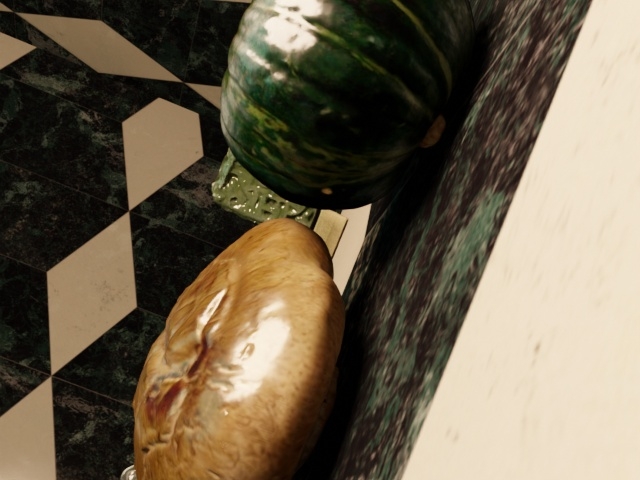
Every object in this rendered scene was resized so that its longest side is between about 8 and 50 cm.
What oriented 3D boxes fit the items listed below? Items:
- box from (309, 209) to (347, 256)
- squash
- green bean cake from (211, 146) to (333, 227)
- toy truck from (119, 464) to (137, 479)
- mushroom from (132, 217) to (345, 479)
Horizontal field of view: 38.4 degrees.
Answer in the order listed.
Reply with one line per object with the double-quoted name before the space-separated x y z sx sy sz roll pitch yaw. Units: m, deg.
"box" 0.000 0.000 1.120 0.083 0.035 0.079 -155 87 -84
"squash" 0.019 -0.127 0.703 0.218 0.172 0.218 -156 90 -84
"green bean cake" -0.050 -0.097 1.284 0.094 0.173 0.181 -84 19 -76
"toy truck" -0.264 0.395 1.172 0.270 0.135 0.114 -36 -12 -28
"mushroom" -0.062 0.108 0.715 0.278 0.146 0.278 -61 14 27
